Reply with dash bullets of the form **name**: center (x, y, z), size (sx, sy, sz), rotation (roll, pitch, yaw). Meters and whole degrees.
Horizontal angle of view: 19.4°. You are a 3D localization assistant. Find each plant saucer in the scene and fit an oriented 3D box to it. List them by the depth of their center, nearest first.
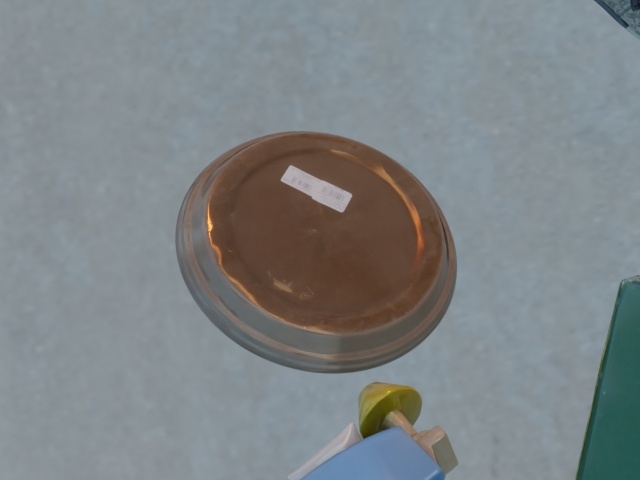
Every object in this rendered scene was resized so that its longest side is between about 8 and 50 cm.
- **plant saucer**: center (0.000, 0.000, 1.800), size (0.278, 0.278, 0.041), rotation (59, 153, 25)

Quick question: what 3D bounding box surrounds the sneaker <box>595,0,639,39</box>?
- **sneaker**: center (0.245, -0.283, 1.699), size (0.086, 0.163, 0.226), rotation (-40, 108, 21)

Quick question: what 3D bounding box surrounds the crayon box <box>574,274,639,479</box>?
- **crayon box**: center (0.219, 0.212, 0.765), size (0.106, 0.363, 0.313), rotation (6, 79, 41)

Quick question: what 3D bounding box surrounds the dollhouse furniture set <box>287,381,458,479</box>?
- **dollhouse furniture set**: center (-0.040, 0.236, 1.195), size (0.198, 0.303, 0.286), rotation (44, 167, 40)
